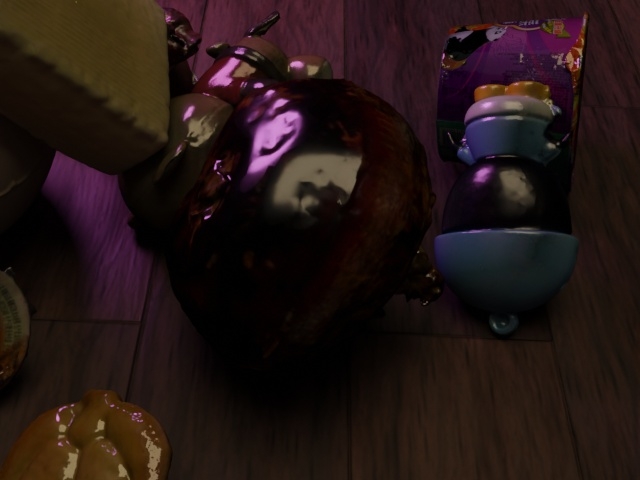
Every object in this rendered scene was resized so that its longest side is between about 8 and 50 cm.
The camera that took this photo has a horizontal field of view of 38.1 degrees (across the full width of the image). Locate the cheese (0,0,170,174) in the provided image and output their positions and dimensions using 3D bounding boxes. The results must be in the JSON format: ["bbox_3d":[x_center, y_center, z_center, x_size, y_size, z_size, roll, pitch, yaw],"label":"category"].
[{"bbox_3d":[-0.300,-0.235,1.053,0.124,0.265,0.242,-21,56,27],"label":"cheese"}]

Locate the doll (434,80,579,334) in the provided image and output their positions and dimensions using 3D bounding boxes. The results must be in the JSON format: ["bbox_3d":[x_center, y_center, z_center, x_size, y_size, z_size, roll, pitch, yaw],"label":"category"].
[{"bbox_3d":[0.233,-0.039,1.153,0.177,0.141,0.314,0,79,28],"label":"doll"}]

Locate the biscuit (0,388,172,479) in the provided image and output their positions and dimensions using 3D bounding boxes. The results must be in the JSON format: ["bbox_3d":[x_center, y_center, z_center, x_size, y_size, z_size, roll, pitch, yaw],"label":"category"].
[{"bbox_3d":[-0.236,0.263,0.868,0.203,0.041,0.260,-2,60,22],"label":"biscuit"}]

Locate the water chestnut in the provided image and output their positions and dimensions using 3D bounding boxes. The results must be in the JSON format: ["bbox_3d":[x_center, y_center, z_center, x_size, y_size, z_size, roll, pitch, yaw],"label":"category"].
[{"bbox_3d":[0.000,0.000,1.027,0.302,0.350,0.350,24,40,-18],"label":"water chestnut"}]

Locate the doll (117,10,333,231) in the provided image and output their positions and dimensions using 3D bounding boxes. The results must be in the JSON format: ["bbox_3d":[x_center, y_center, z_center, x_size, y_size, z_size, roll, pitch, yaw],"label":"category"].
[{"bbox_3d":[-0.132,-0.150,1.213,0.174,0.235,0.330,42,62,-5],"label":"doll"}]

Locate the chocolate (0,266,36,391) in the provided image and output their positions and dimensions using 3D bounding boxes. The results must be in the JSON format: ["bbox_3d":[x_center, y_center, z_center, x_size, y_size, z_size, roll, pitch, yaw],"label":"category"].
[{"bbox_3d":[-0.433,0.090,1.024,0.221,0.221,0.147,-19,20,-22],"label":"chocolate"}]

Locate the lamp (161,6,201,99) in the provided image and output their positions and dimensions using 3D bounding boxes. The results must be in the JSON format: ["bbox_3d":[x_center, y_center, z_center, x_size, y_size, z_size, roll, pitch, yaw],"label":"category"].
[{"bbox_3d":[-0.247,-0.231,1.326,0.215,0.151,0.223,-45,27,9],"label":"lamp"}]

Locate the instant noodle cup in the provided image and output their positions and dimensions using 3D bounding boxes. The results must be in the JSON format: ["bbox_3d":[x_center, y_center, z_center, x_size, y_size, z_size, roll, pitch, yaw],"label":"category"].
[{"bbox_3d":[0.272,-0.201,1.315,0.190,0.251,0.251,6,43,16],"label":"instant noodle cup"}]

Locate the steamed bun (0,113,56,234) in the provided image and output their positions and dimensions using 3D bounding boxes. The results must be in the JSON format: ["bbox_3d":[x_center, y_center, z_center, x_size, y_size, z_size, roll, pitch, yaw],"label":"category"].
[{"bbox_3d":[-0.491,-0.142,1.138,0.334,0.334,0.374,-1,35,-4],"label":"steamed bun"}]
